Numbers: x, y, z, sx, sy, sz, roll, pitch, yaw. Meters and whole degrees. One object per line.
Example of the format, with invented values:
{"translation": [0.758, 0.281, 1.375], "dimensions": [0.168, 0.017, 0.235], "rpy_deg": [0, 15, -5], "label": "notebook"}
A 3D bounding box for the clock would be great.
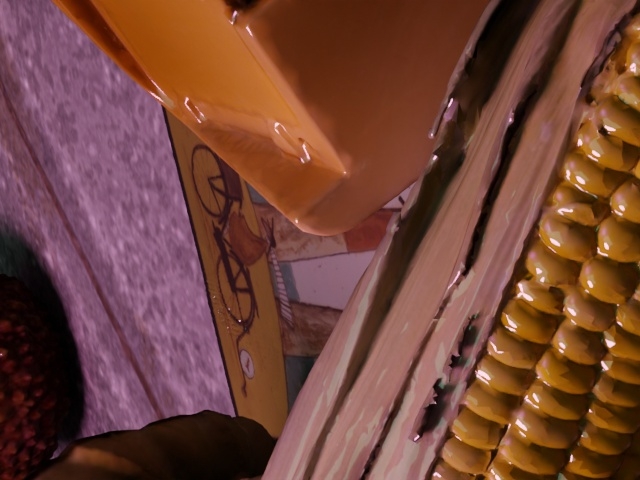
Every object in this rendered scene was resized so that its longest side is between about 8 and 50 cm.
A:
{"translation": [-0.048, -0.163, 0.753], "dimensions": [0.244, 0.200, 0.317], "rpy_deg": [58, 165, -27], "label": "clock"}

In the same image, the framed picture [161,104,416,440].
{"translation": [0.000, 0.000, 0.994], "dimensions": [0.324, 0.013, 0.244], "rpy_deg": [-2, 103, 64], "label": "framed picture"}

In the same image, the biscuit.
{"translation": [-0.078, 0.186, 1.059], "dimensions": [0.036, 0.187, 0.273], "rpy_deg": [37, 148, 34], "label": "biscuit"}

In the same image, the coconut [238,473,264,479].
{"translation": [-0.024, 0.258, 0.905], "dimensions": [0.297, 0.254, 0.297], "rpy_deg": [31, 129, 46], "label": "coconut"}

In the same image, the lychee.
{"translation": [-0.274, 0.106, 1.423], "dimensions": [0.188, 0.188, 0.188], "rpy_deg": [41, 139, 49], "label": "lychee"}

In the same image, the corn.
{"translation": [0.066, 0.038, 0.657], "dimensions": [0.305, 0.123, 0.122], "rpy_deg": [-64, -2, 17], "label": "corn"}
